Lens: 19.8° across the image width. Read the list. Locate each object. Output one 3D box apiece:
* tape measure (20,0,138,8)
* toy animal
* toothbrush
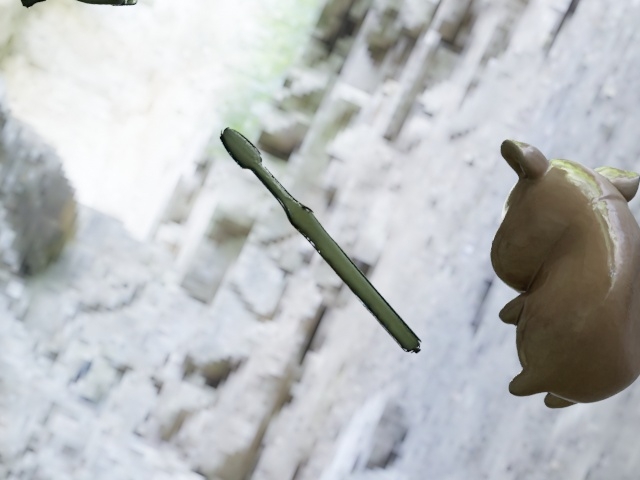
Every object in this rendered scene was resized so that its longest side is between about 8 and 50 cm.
[{"bbox_3d":[-0.251,-0.374,1.682,0.084,0.164,0.330,-100,6,-63],"label":"tape measure"},{"bbox_3d":[0.245,0.034,1.774,0.154,0.166,0.250,-22,63,29],"label":"toy animal"},{"bbox_3d":[0.000,0.000,1.811,0.026,0.294,0.028,-41,-4,-3],"label":"toothbrush"}]
